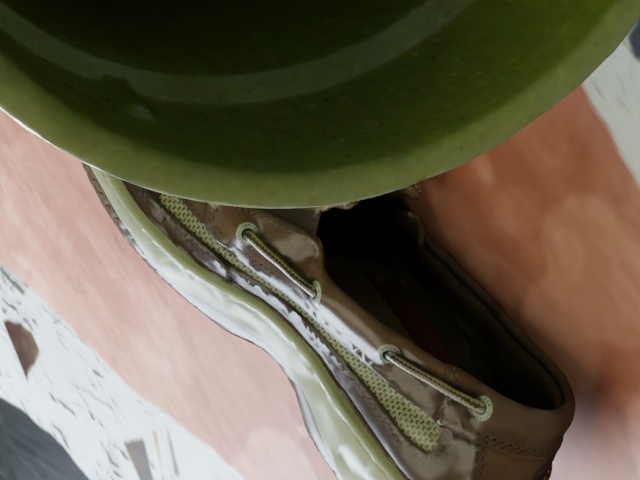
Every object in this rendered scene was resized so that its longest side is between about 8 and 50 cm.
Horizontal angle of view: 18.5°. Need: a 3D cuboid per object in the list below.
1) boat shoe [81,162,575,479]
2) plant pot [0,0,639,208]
[{"bbox_3d":[0.005,-0.002,0.764,0.257,0.095,0.095,47,129,16],"label":"boat shoe"},{"bbox_3d":[-0.052,-0.175,0.600,0.254,0.276,0.276,32,135,58],"label":"plant pot"}]
